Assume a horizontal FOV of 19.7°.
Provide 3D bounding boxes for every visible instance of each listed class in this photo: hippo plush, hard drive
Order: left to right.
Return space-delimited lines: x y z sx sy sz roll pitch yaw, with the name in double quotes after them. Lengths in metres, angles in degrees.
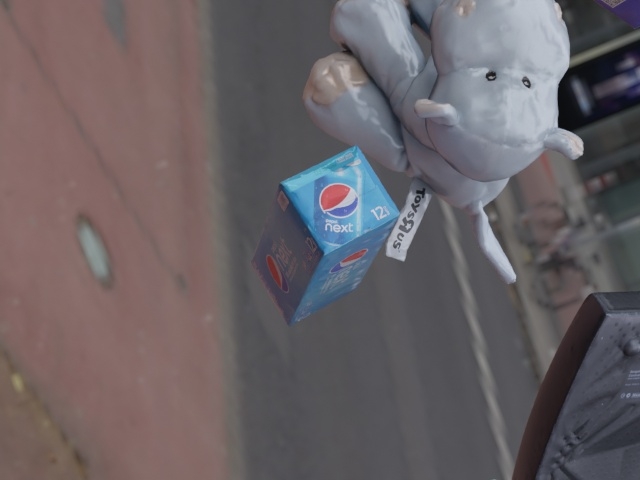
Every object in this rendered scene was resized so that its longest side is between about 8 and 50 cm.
0.107 -0.127 1.634 0.236 0.234 0.294 166 -64 -86 "hippo plush"
0.243 0.146 1.481 0.054 0.172 0.254 56 -41 48 "hard drive"

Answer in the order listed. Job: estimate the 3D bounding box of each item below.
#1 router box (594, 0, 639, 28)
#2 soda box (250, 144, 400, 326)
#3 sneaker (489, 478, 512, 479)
0.431 -0.399 1.892 0.082 0.301 0.335 33 -18 -11 "router box"
0.000 0.000 1.473 0.067 0.071 0.210 59 -16 10 "soda box"
0.180 0.252 1.837 0.038 0.069 0.098 35 -35 17 "sneaker"
